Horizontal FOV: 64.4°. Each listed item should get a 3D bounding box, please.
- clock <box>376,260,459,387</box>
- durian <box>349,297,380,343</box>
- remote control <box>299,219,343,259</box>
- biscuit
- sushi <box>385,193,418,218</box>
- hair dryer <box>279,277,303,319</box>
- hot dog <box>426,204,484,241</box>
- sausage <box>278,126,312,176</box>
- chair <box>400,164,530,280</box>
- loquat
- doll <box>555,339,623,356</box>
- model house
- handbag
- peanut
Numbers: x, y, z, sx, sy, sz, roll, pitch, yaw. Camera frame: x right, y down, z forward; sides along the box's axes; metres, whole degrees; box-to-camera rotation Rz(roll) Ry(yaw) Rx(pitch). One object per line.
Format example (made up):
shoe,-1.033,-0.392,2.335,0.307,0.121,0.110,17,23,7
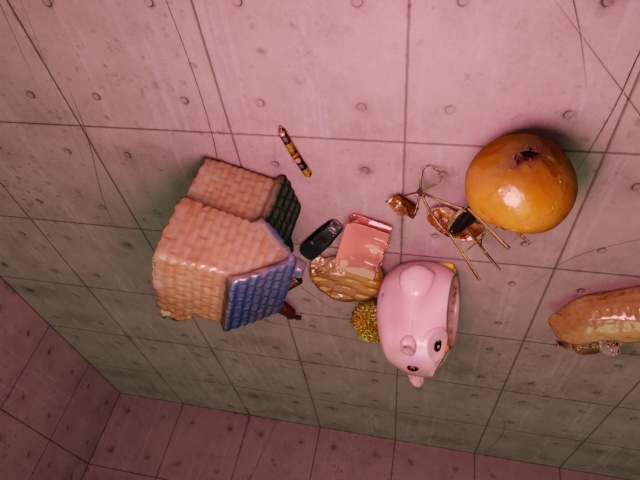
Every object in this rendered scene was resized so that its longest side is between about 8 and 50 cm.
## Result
clock,0.321,0.267,1.725,0.250,0.376,0.368,2,138,23
durian,0.227,0.321,1.974,0.200,0.176,0.237,43,-178,41
remote control,0.000,0.000,1.752,0.072,0.042,0.222,40,136,-7
biscuit,0.097,0.138,1.866,0.274,0.091,0.213,4,139,11
sushi,0.246,-0.099,1.534,0.118,0.061,0.060,33,115,-14
hair dryer,-0.141,0.252,2.111,0.312,0.123,0.340,-23,141,25
hot dog,0.408,-0.051,1.549,0.192,0.053,0.099,26,133,-18
sausage,-0.073,-0.252,1.473,0.028,0.025,0.198,-5,140,28
chair,0.406,-0.061,1.435,0.170,0.325,0.160,-12,144,-44
loquat,0.490,-0.133,1.255,0.263,0.263,0.263,9,143,7
doll,0.982,0.372,1.857,0.221,0.115,0.105,-15,145,30
model house,-0.238,0.034,1.549,0.400,0.445,0.395,14,142,-1
handbag,0.142,0.024,1.681,0.157,0.059,0.212,18,130,5
peanut,0.957,0.257,1.678,0.387,0.169,0.192,-16,138,39
